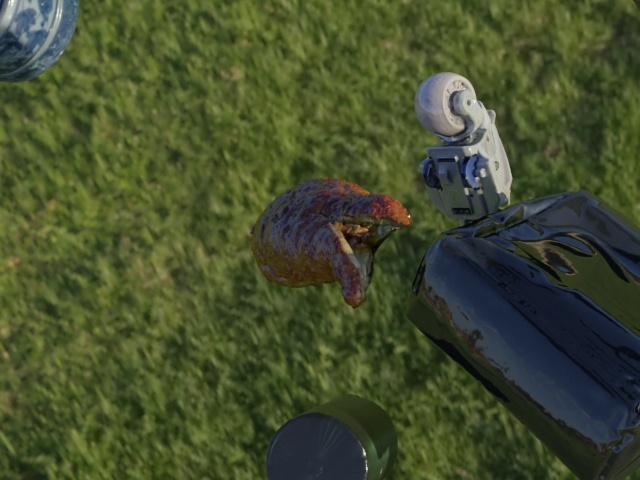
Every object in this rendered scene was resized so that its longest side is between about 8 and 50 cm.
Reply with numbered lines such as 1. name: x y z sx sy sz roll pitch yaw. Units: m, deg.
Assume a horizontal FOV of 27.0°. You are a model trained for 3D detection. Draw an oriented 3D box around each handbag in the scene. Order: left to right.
1. handbag: 0.275 0.099 1.397 0.275 0.178 0.302 -15 47 -44

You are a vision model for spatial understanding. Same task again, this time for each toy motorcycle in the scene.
1. toy motorcycle: 0.182 -0.083 1.571 0.112 0.254 0.112 -18 21 7

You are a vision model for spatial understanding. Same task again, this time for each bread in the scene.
1. bread: 0.002 -0.007 1.502 0.139 0.095 0.269 -63 22 -8

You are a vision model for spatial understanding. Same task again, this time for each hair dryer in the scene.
1. hair dryer: -0.040 0.303 1.532 0.302 0.244 0.116 -44 78 10

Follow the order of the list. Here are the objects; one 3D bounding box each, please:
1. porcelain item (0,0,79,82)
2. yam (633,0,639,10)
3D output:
1. porcelain item: -0.323 -0.234 1.323 0.147 0.114 0.147 -3 83 26
2. yam: 0.184 -0.080 0.568 0.066 0.300 0.066 -33 2 1
